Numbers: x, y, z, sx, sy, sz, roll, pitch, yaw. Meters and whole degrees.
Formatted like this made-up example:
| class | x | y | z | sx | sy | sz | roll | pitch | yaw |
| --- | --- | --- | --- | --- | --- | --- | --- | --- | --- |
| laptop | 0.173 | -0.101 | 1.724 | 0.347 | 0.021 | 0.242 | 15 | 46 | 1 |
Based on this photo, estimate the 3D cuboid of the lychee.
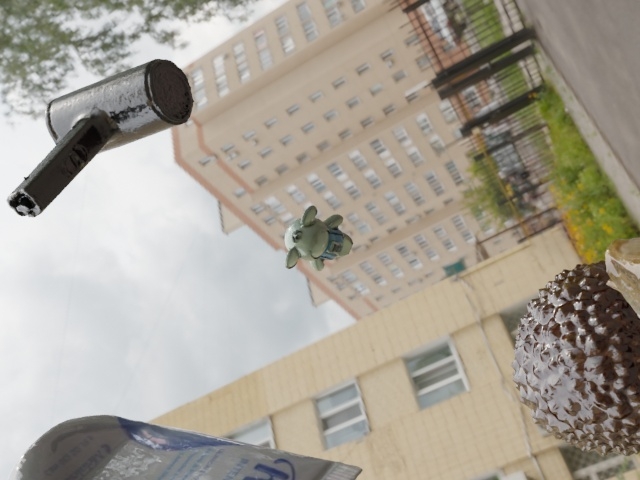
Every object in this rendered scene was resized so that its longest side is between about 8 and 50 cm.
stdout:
| class | x | y | z | sx | sy | sz | roll | pitch | yaw |
| --- | --- | --- | --- | --- | --- | --- | --- | --- | --- |
| lychee | 0.386 | 0.170 | 0.927 | 0.267 | 0.267 | 0.267 | 54 | -162 | -27 |

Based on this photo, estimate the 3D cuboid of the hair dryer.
| class | x | y | z | sx | sy | sz | roll | pitch | yaw |
| --- | --- | --- | --- | --- | --- | --- | --- | --- | --- |
| hair dryer | -0.281 | -0.112 | 0.810 | 0.089 | 0.197 | 0.251 | 59 | -145 | -32 |

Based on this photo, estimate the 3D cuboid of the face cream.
| class | x | y | z | sx | sy | sz | roll | pitch | yaw |
| --- | --- | --- | --- | --- | --- | --- | --- | --- | --- |
| face cream | -0.184 | 0.284 | 0.709 | 0.235 | 0.420 | 0.137 | -37 | -63 | -46 |

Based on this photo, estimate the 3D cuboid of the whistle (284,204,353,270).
| class | x | y | z | sx | sy | sz | roll | pitch | yaw |
| --- | --- | --- | --- | --- | --- | --- | --- | --- | --- |
| whistle | 0.000 | 0.000 | 1.195 | 0.077 | 0.114 | 0.235 | 23 | -175 | 23 |

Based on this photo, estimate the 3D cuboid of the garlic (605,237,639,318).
| class | x | y | z | sx | sy | sz | roll | pitch | yaw |
| --- | --- | --- | --- | --- | --- | --- | --- | --- | --- |
| garlic | 0.277 | 0.034 | 0.514 | 0.084 | 0.066 | 0.152 | 43 | 169 | -8 |
